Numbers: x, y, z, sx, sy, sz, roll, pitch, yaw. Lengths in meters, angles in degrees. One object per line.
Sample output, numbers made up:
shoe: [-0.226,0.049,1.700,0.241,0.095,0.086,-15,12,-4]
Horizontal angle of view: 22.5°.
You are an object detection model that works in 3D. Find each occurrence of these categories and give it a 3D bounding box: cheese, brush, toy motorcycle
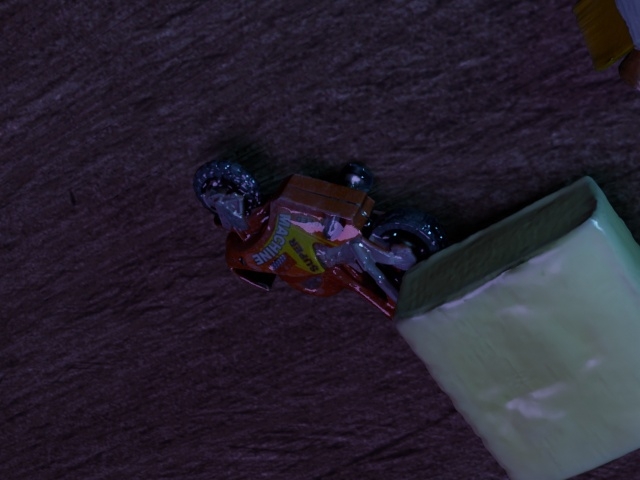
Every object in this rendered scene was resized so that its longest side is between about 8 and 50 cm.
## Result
cheese: [0.246,0.103,1.654,0.242,0.124,0.265,-27,113,24]
brush: [0.336,-0.252,1.386,0.336,0.020,0.085,-36,67,52]
toy motorcycle: [0.000,-0.001,1.760,0.298,0.089,0.171,17,132,14]

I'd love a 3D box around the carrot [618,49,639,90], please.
carrot: [0.344,-0.224,1.443,0.057,0.057,0.224,30,129,3]
